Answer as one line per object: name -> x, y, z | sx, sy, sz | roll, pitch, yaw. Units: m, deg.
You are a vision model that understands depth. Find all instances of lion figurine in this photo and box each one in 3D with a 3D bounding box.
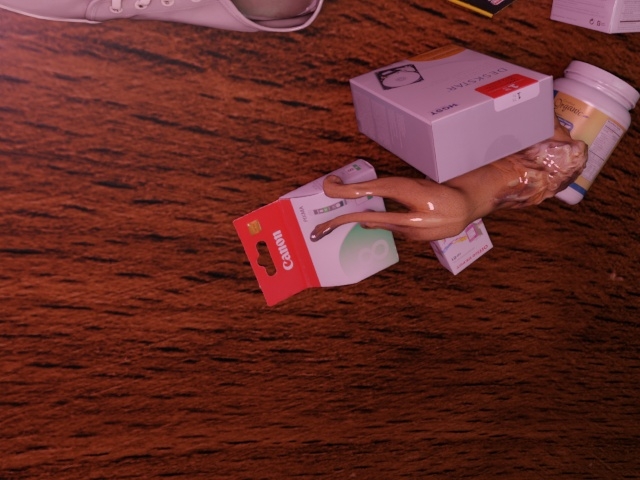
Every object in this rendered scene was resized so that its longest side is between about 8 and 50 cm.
lion figurine -> 0.193, -0.070, 0.970 | 0.392, 0.240, 0.142 | -36, 126, -33

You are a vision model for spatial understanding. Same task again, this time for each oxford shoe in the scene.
oxford shoe -> -0.186, -0.317, 0.764 | 0.450, 0.130, 0.169 | -1, 117, -24

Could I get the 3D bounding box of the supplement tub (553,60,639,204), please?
supplement tub -> 0.409, -0.175, 1.114 | 0.144, 0.144, 0.199 | 22, 104, -33

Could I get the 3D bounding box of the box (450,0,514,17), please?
box -> 0.225, -0.409, 0.812 | 0.257, 0.322, 0.079 | 10, 72, -30

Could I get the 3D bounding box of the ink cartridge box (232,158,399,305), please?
ink cartridge box -> 0.000, 0.000, 1.064 | 0.225, 0.056, 0.180 | -27, 124, -13

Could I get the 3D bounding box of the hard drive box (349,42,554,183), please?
hard drive box -> 0.174, -0.185, 0.942 | 0.181, 0.232, 0.089 | -23, 123, -15

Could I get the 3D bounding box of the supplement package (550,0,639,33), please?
supplement package -> 0.455, -0.443, 1.004 | 0.139, 0.134, 0.243 | -9, 119, -22

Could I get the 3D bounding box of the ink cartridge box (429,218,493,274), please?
ink cartridge box -> 0.232, -0.015, 1.168 | 0.089, 0.052, 0.122 | -36, 126, -5
